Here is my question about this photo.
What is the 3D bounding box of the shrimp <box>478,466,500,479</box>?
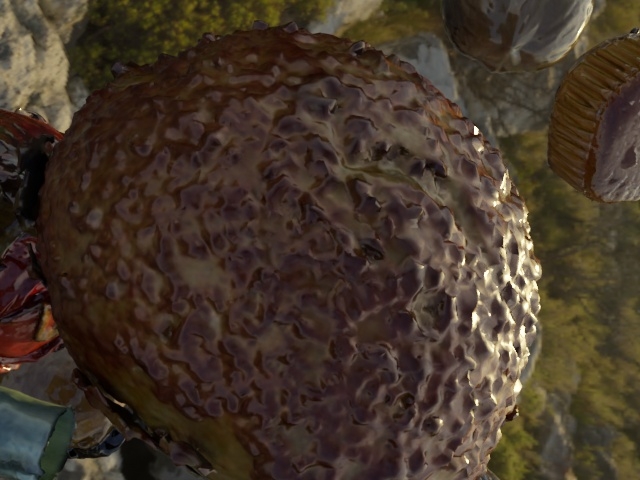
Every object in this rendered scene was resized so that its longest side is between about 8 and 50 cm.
[{"bbox_3d":[0.149,0.305,0.896,0.116,0.145,0.343,34,31,-46],"label":"shrimp"}]

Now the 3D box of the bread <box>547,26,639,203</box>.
[{"bbox_3d":[0.363,-0.137,0.962,0.199,0.104,0.199,-13,129,-17],"label":"bread"}]

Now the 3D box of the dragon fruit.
[{"bbox_3d":[-0.228,-0.019,0.629,0.224,0.148,0.218,-31,100,-54],"label":"dragon fruit"}]

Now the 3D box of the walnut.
[{"bbox_3d":[0.184,-0.231,0.764,0.140,0.140,0.162,50,39,-30],"label":"walnut"}]

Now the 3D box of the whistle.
[{"bbox_3d":[-0.325,0.101,0.562,0.312,0.062,0.062,15,74,2],"label":"whistle"}]

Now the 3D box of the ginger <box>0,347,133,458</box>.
[{"bbox_3d":[-0.417,0.215,1.254,0.223,0.269,0.200,46,37,-27],"label":"ginger"}]

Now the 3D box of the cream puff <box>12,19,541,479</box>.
[{"bbox_3d":[0.003,0.000,0.512,0.350,0.228,0.350,35,26,-20],"label":"cream puff"}]
